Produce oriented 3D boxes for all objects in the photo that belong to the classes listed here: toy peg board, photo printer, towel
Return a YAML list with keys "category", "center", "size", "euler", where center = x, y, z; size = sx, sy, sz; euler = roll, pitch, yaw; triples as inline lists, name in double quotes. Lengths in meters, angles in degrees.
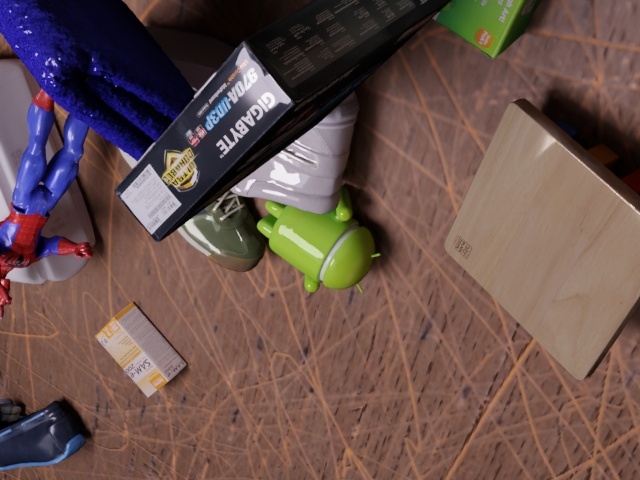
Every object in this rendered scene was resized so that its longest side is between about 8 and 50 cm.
- category: "toy peg board"
  center: [0.198, -0.009, 0.868]
  size: [0.160, 0.079, 0.161]
  euler: [47, 140, 26]
- category: "photo printer"
  center: [-0.422, -0.083, 1.283]
  size: [0.307, 0.107, 0.256]
  euler: [6, 124, 36]
- category: "towel"
  center: [-0.223, -0.193, 0.865]
  size: [0.076, 0.227, 0.308]
  euler: [-43, 69, 9]

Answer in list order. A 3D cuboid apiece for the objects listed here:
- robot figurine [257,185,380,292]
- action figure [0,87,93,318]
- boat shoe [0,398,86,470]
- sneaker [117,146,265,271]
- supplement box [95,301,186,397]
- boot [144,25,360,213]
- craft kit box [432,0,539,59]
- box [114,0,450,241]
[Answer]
- category: "robot figurine"
  center: [0.000, 0.000, 1.027]
  size: [0.115, 0.067, 0.101]
  euler: [33, 124, 15]
- category: "action figure"
  center: [-0.265, -0.032, 1.104]
  size: [0.139, 0.091, 0.280]
  euler: [48, 117, 39]
- category: "boat shoe"
  center: [-0.432, 0.263, 1.568]
  size: [0.258, 0.109, 0.089]
  euler: [-14, 103, 27]
- category: "sneaker"
  center: [-0.118, -0.059, 1.081]
  size: [0.192, 0.064, 0.086]
  euler: [47, 143, 6]
- category: "supplement box"
  center: [-0.212, 0.129, 1.317]
  size: [0.098, 0.036, 0.062]
  euler: [49, 138, -1]
- category: "boot"
  center: [-0.091, -0.105, 0.996]
  size: [0.258, 0.095, 0.123]
  euler: [22, 119, 24]
- category: "craft kit box"
  center: [0.076, -0.291, 0.764]
  size: [0.246, 0.061, 0.250]
  euler: [38, 137, 14]
- category: "box"
  center: [-0.022, -0.104, 0.773]
  size: [0.051, 0.220, 0.175]
  euler: [50, 133, -1]
